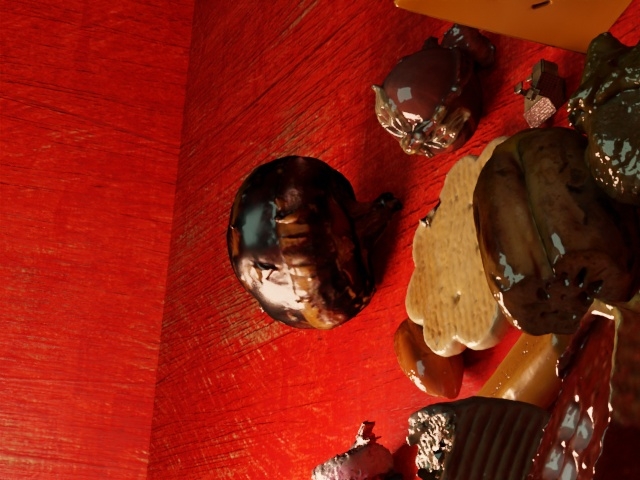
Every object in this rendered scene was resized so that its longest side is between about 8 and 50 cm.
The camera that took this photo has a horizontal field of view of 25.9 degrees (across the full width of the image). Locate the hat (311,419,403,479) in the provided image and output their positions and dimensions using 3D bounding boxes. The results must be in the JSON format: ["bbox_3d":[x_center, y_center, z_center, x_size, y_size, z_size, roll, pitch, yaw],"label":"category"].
[{"bbox_3d":[0.080,0.397,2.034,0.140,0.129,0.227,-38,60,30],"label":"hat"}]

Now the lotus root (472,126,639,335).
[{"bbox_3d":[0.264,-0.026,1.575,0.291,0.193,0.193,-94,23,-53],"label":"lotus root"}]

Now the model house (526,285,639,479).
[{"bbox_3d":[0.325,0.173,1.304,0.160,0.196,0.254,-125,48,-76],"label":"model house"}]

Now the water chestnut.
[{"bbox_3d":[0.000,0.000,2.234,0.300,0.300,0.300,-170,90,-69],"label":"water chestnut"}]

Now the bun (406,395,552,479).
[{"bbox_3d":[0.195,0.317,1.544,0.281,0.281,0.205,-102,11,-45],"label":"bun"}]

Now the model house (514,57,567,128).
[{"bbox_3d":[0.285,-0.186,1.786,0.083,0.057,0.058,139,141,-57],"label":"model house"}]

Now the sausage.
[{"bbox_3d":[0.151,0.159,1.941,0.179,0.089,0.089,-122,46,-64],"label":"sausage"}]

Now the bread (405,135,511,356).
[{"bbox_3d":[0.212,0.010,1.862,0.316,0.054,0.316,-45,36,46],"label":"bread"}]

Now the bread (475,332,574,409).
[{"bbox_3d":[0.255,0.168,1.680,0.239,0.074,0.093,120,157,-43],"label":"bread"}]

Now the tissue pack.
[{"bbox_3d":[0.242,-0.359,1.670,0.194,0.274,0.145,124,150,-47],"label":"tissue pack"}]

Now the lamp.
[{"bbox_3d":[0.166,-0.206,2.013,0.223,0.151,0.215,-41,12,-26],"label":"lamp"}]

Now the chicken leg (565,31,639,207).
[{"bbox_3d":[0.372,-0.206,1.471,0.211,0.140,0.361,10,79,49],"label":"chicken leg"}]
